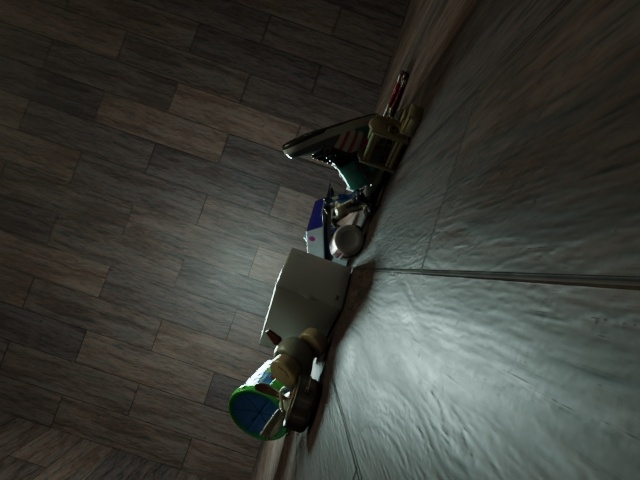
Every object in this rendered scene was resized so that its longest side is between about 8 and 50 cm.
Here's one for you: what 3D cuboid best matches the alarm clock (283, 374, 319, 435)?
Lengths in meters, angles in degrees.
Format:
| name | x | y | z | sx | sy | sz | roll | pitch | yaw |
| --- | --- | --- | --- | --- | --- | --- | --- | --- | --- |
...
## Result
| name | x | y | z | sx | sy | sz | roll | pitch | yaw |
| --- | --- | --- | --- | --- | --- | --- | --- | --- | --- |
| alarm clock | -0.040 | 0.386 | 1.129 | 0.129 | 0.064 | 0.192 | -72 | -2 | -46 |

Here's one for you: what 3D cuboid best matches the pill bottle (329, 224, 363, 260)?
| name | x | y | z | sx | sy | sz | roll | pitch | yaw |
| --- | --- | --- | --- | --- | --- | --- | --- | --- | --- |
| pill bottle | 0.071 | 0.011 | 1.349 | 0.152 | 0.086 | 0.086 | 117 | 172 | -77 |

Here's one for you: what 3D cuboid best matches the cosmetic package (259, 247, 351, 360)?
| name | x | y | z | sx | sy | sz | roll | pitch | yaw |
| --- | --- | --- | --- | --- | --- | --- | --- | --- | --- |
| cosmetic package | -0.054 | 0.209 | 1.426 | 0.365 | 0.197 | 0.155 | 113 | 177 | -49 |

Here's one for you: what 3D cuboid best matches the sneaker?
| name | x | y | z | sx | sy | sz | roll | pitch | yaw |
| --- | --- | --- | --- | --- | --- | --- | --- | --- | --- |
| sneaker | 0.050 | -0.211 | 1.217 | 0.124 | 0.296 | 0.178 | 5 | 115 | 59 |

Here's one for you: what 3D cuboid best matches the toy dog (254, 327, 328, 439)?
| name | x | y | z | sx | sy | sz | roll | pitch | yaw |
| --- | --- | --- | --- | --- | --- | --- | --- | --- | --- |
| toy dog | -0.106 | 0.372 | 1.330 | 0.220 | 0.161 | 0.333 | -14 | -48 | -57 |

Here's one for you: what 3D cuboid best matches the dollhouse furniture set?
| name | x | y | z | sx | sy | sz | roll | pitch | yaw |
| --- | --- | --- | --- | --- | --- | --- | --- | --- | --- |
| dollhouse furniture set | 0.170 | -0.290 | 1.121 | 0.182 | 0.101 | 0.161 | 111 | 178 | -56 |

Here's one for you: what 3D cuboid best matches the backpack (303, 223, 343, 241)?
| name | x | y | z | sx | sy | sz | roll | pitch | yaw |
| --- | --- | --- | --- | --- | --- | --- | --- | --- | --- |
| backpack | 0.023 | -0.021 | 1.919 | 0.158 | 0.173 | 0.116 | -74 | 3 | -83 |

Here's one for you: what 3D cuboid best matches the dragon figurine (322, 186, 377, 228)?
| name | x | y | z | sx | sy | sz | roll | pitch | yaw |
| --- | --- | --- | --- | --- | --- | --- | --- | --- | --- |
| dragon figurine | 0.087 | -0.116 | 1.362 | 0.144 | 0.085 | 0.289 | -26 | 14 | 10 |

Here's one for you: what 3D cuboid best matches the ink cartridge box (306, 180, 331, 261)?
| name | x | y | z | sx | sy | sz | roll | pitch | yaw |
| --- | --- | --- | --- | --- | --- | --- | --- | --- | --- |
| ink cartridge box | 0.000 | 0.000 | 1.578 | 0.175 | 0.069 | 0.370 | -76 | -10 | -50 |

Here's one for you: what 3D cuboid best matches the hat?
| name | x | y | z | sx | sy | sz | roll | pitch | yaw |
| --- | --- | --- | --- | --- | --- | --- | --- | --- | --- |
| hat | 0.138 | -0.260 | 1.426 | 0.331 | 0.134 | 0.331 | -162 | 90 | -88 |

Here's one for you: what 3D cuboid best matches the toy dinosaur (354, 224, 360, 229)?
| name | x | y | z | sx | sy | sz | roll | pitch | yaw |
| --- | --- | --- | --- | --- | --- | --- | --- | --- | --- |
| toy dinosaur | 0.099 | -0.004 | 1.573 | 0.092 | 0.053 | 0.183 | -56 | 5 | -14 |

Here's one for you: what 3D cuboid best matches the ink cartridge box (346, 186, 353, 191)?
| name | x | y | z | sx | sy | sz | roll | pitch | yaw |
| --- | --- | --- | --- | --- | --- | --- | --- | --- | --- |
| ink cartridge box | 0.172 | -0.304 | 2.153 | 0.150 | 0.063 | 0.109 | -72 | 2 | -53 |

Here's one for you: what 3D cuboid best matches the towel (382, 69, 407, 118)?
| name | x | y | z | sx | sy | sz | roll | pitch | yaw |
| --- | --- | --- | --- | --- | --- | --- | --- | --- | --- |
| towel | 0.258 | -0.482 | 1.791 | 0.237 | 0.037 | 0.329 | -69 | 0 | -66 |

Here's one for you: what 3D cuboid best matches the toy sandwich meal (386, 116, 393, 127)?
| name | x | y | z | sx | sy | sz | roll | pitch | yaw |
| --- | --- | --- | --- | --- | --- | --- | --- | --- | --- |
| toy sandwich meal | 0.229 | -0.382 | 1.599 | 0.085 | 0.029 | 0.085 | -161 | 90 | -89 |

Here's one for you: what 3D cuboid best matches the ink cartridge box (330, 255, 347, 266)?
| name | x | y | z | sx | sy | sz | roll | pitch | yaw |
| --- | --- | --- | --- | --- | --- | --- | --- | --- | --- |
| ink cartridge box | 0.066 | 0.061 | 1.620 | 0.122 | 0.052 | 0.088 | -71 | 0 | -57 |

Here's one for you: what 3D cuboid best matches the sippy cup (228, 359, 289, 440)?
| name | x | y | z | sx | sy | sz | roll | pitch | yaw |
| --- | --- | --- | --- | --- | --- | --- | --- | --- | --- |
| sippy cup | -0.186 | 0.570 | 1.731 | 0.240 | 0.306 | 0.224 | 64 | -153 | -15 |
